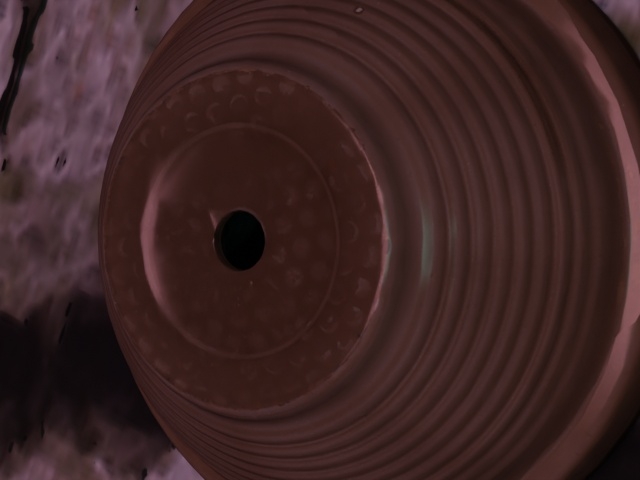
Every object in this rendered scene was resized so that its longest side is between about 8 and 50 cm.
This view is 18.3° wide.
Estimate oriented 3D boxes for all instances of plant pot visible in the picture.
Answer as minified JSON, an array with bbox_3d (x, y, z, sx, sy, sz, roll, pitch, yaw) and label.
[{"bbox_3d":[0.000,0.000,0.708,0.237,0.109,0.237,1,93,32],"label":"plant pot"}]
